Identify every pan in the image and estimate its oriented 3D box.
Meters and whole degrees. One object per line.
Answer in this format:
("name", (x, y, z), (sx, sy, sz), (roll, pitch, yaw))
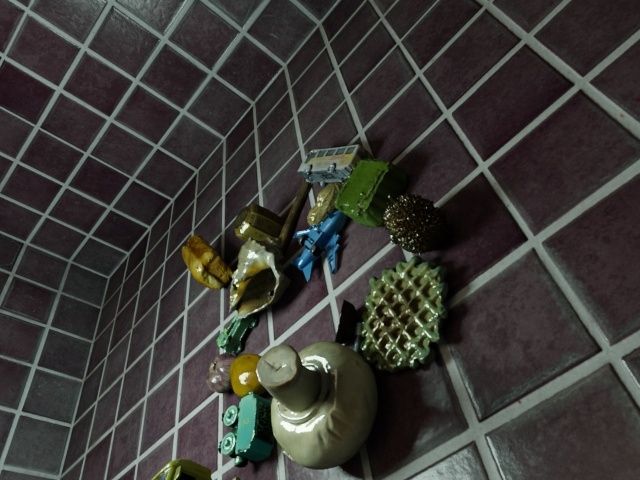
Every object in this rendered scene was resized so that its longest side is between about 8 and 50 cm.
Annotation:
("pan", (0.067, 0.267, 1.476), (0.128, 0.048, 0.202), (-67, -10, -51))

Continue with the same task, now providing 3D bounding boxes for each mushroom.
("mushroom", (0.012, 0.387, 1.272), (0.315, 0.314, 0.356), (-104, 18, -49))

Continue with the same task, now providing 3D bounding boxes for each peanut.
("peanut", (0.021, -0.129, 1.834), (0.083, 0.093, 0.194), (40, 96, 31))

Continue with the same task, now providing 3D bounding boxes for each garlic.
("garlic", (-0.358, 0.482, 1.849), (0.159, 0.102, 0.147), (-30, 43, 40))

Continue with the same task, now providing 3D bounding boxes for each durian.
("durian", (0.247, -0.059, 1.359), (0.167, 0.196, 0.196), (-52, 30, -9))

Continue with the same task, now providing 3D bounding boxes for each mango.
("mango", (-0.242, 0.449, 1.698), (0.227, 0.109, 0.147), (-1, 52, 55))

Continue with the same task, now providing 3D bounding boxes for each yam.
("yam", (-0.113, -0.091, 2.038), (0.045, 0.045, 0.327), (11, 71, 34))

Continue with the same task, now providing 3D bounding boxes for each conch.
("conch", (-0.207, 0.142, 1.850), (0.263, 0.186, 0.325), (33, 107, 53))

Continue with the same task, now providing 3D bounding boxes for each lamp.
("lamp", (-0.246, -0.054, 2.062), (0.161, 0.185, 0.161), (-38, 35, 33))

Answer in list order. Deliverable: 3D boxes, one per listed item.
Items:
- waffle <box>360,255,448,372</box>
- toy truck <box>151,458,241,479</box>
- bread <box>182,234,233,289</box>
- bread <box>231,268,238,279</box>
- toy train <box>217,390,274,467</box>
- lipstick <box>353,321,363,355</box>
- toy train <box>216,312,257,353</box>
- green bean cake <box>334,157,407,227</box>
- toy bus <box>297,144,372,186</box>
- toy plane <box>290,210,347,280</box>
("waffle", (0.215, 0.191, 1.320), (0.291, 0.056, 0.310), (-22, 48, 45))
("toy truck", (-0.249, 0.692, 1.239), (0.181, 0.405, 0.254), (-49, 23, 16))
("bread", (-0.530, 0.106, 2.329), (0.148, 0.195, 0.344), (-42, 29, -10))
("bread", (-0.281, 0.175, 2.074), (0.077, 0.105, 0.152), (-44, 66, 22))
("toy train", (-0.219, 0.581, 1.565), (0.162, 0.112, 0.204), (-31, 41, 29))
("lipstick", (0.106, 0.288, 1.416), (0.037, 0.037, 0.116), (-19, 53, 47))
("toy train", (-0.320, 0.335, 1.941), (0.200, 0.083, 0.132), (-58, 25, -4))
("green bean cake", (0.158, -0.159, 1.640), (0.200, 0.113, 0.214), (24, 85, 58))
("toy bus", (0.046, -0.284, 1.922), (0.342, 0.097, 0.138), (9, 70, 57))
("toy plane", (0.000, 0.000, 1.751), (0.254, 0.105, 0.271), (40, 103, 45))
